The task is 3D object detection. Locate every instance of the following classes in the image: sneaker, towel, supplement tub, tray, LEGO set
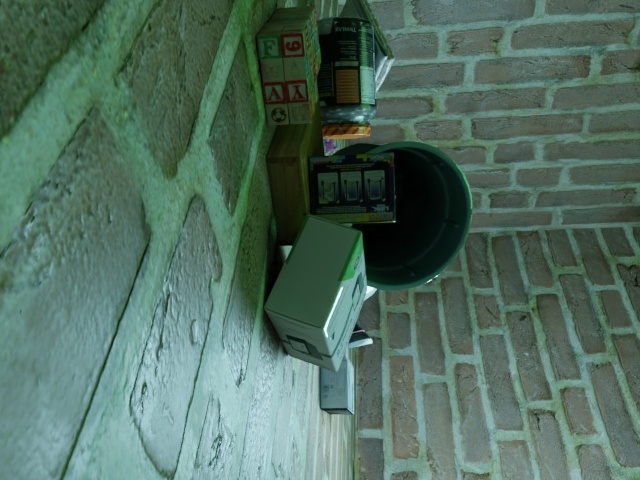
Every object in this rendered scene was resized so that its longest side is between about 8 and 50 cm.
[{"bbox_3d":[0.119,0.337,2.391,0.296,0.105,0.146,168,-84,-75],"label":"sneaker"},{"bbox_3d":[0.106,-0.601,2.015,0.317,0.054,0.331,-56,-133,51],"label":"towel"},{"bbox_3d":[0.063,-0.480,1.840,0.207,0.207,0.337,-42,131,-82],"label":"supplement tub"},{"bbox_3d":[-0.044,-0.183,1.378,0.410,0.076,0.202,-84,170,-57],"label":"tray"},{"bbox_3d":[0.031,-0.401,2.033,0.087,0.093,0.227,-72,158,-73],"label":"LEGO set"}]

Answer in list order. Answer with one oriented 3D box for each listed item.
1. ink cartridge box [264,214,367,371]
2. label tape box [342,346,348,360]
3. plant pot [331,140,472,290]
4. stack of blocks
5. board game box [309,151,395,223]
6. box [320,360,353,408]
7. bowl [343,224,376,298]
[{"bbox_3d":[0.004,0.116,1.231,0.289,0.122,0.211,76,34,-62],"label":"ink cartridge box"},{"bbox_3d":[0.011,0.161,1.608,0.333,0.106,0.240,76,13,-63],"label":"label tape box"},{"bbox_3d":[0.143,-0.092,1.501,0.334,0.341,0.340,-129,-147,-70],"label":"plant pot"},{"bbox_3d":[-0.056,-0.369,1.260,0.297,0.087,0.171,-82,168,-59],"label":"stack of blocks"},{"bbox_3d":[0.066,-0.105,1.242,0.048,0.171,0.141,-61,149,-81],"label":"board game box"},{"bbox_3d":[0.059,0.482,2.019,0.290,0.087,0.169,72,17,-69],"label":"box"},{"bbox_3d":[0.106,0.048,1.856,0.298,0.134,0.297,157,-90,-80],"label":"bowl"}]
